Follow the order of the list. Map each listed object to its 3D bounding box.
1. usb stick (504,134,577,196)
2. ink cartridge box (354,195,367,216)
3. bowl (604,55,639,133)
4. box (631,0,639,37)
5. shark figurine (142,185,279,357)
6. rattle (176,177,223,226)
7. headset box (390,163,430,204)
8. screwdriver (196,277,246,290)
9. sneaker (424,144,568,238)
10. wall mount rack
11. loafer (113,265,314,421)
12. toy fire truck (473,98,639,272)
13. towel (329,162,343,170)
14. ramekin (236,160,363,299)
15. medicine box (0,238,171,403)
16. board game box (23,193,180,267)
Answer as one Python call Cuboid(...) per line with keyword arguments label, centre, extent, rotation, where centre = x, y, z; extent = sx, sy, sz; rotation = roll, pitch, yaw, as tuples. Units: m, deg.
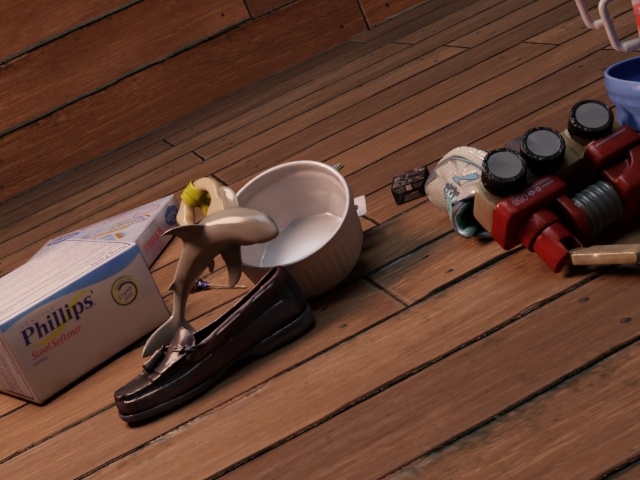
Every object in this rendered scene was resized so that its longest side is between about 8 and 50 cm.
Cuboid(label="usb stick", centre=(0.346, -0.119, 1.860), extent=(0.077, 0.045, 0.278), rotation=(-25, 16, 0))
Cuboid(label="ink cartridge box", centre=(0.000, 0.000, 1.937), extent=(0.180, 0.060, 0.104), rotation=(-22, 17, 7))
Cuboid(label="bowl", centre=(0.572, -0.201, 1.592), extent=(0.391, 0.077, 0.391), rotation=(-7, 14, 2))
Cuboid(label="box", centre=(0.603, -0.327, 1.978), extent=(0.154, 0.142, 0.300), rotation=(-17, 18, 19))
Cuboid(label="shark figurine", centre=(-0.185, 0.026, 1.736), extent=(0.116, 0.166, 0.278), rotation=(10, -52, -43))
Cuboid(label="rattle", centre=(-0.179, -0.037, 2.352), extent=(0.199, 0.143, 0.130), rotation=(21, 78, 47))
Cuboid(label="headset box", centre=(0.155, -0.096, 2.074), extent=(0.062, 0.032, 0.083), rotation=(-19, 16, 13))
Cuboid(label="screwdriver", centre=(-0.178, 0.077, 2.034), extent=(0.170, 0.025, 0.024), rotation=(6, 32, 44))
Cuboid(label="sneaker", centre=(0.220, -0.062, 1.753), extent=(0.122, 0.110, 0.283), rotation=(-35, 19, -22))
Cuboid(label="wall mount rack", centre=(0.548, -0.404, 1.841), extent=(0.304, 0.130, 0.350), rotation=(-26, 17, 9))
Cuboid(label="loafer", centre=(-0.156, 0.136, 1.669), extent=(0.302, 0.095, 0.109), rotation=(-29, 18, -15))
Cuboid(label="toy fire truck", centre=(0.340, -0.042, 1.517), extent=(0.217, 0.158, 0.246), rotation=(-29, 59, -16))
Cuboid(label="towel", centre=(-0.001, -0.134, 2.441), extent=(0.083, 0.009, 0.060), rotation=(-10, 20, 38))
Cuboid(label="ramekin", centre=(-0.035, -0.008, 1.814), extent=(0.207, 0.109, 0.207), rotation=(-14, 48, 15))
Cuboid(label="medicine box", centre=(-0.437, 0.123, 2.000), extent=(0.263, 0.149, 0.289), rotation=(-33, 19, -29))
Cuboid(label="board game box", centre=(-0.460, 0.037, 2.440), extent=(0.318, 0.066, 0.318), rotation=(-18, 18, 18))
